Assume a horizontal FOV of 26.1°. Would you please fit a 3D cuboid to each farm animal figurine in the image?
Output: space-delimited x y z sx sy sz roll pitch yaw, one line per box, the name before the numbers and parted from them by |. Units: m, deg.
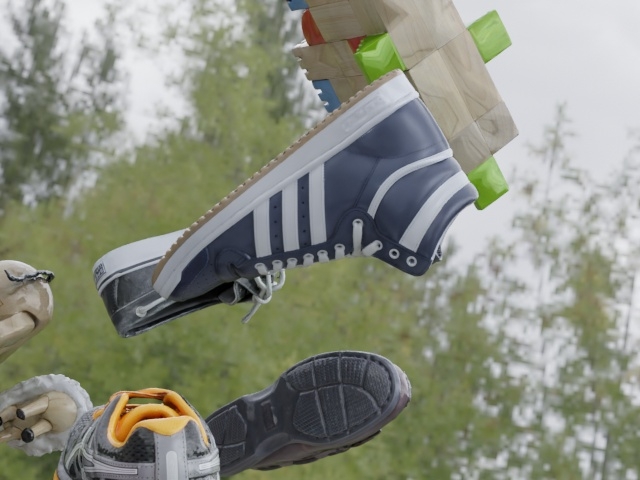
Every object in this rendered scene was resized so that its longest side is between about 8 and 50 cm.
farm animal figurine | -0.416 0.106 1.504 0.327 0.330 0.172 -23 -3 24

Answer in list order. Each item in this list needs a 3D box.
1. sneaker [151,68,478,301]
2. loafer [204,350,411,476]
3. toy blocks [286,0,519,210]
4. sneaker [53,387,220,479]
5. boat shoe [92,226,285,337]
sneaker | 0.000 0.000 1.164 0.153 0.282 0.099 52 11 0
loafer | -0.011 0.205 1.602 0.303 0.109 0.095 -24 -29 33
toy blocks | 0.072 -0.224 1.684 0.261 0.191 0.381 6 -51 61
sneaker | -0.096 0.118 0.760 0.084 0.083 0.215 -1 7 -20
boat shoe | -0.093 0.030 1.535 0.306 0.105 0.113 -15 -24 -23
